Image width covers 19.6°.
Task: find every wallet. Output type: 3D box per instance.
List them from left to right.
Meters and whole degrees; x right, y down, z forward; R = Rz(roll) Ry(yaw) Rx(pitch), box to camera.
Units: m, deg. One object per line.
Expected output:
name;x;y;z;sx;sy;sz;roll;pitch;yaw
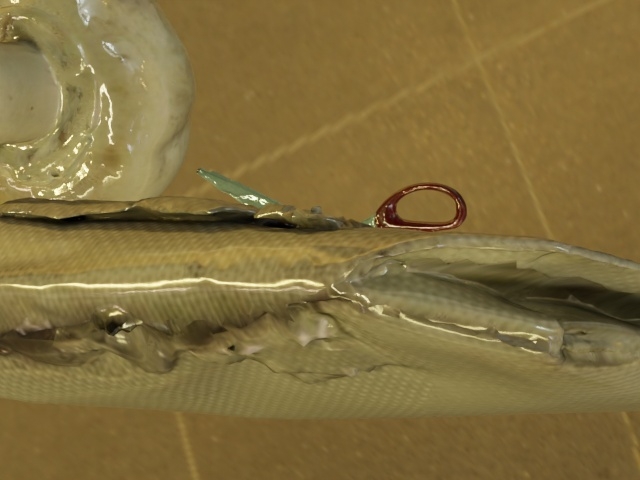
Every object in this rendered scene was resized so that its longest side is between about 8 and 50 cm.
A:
wallet;0.008;0.026;0.629;0.335;0.275;0.068;-1;86;34

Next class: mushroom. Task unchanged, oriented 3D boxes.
mushroom;-0.304;-0.151;1.900;0.314;0.336;0.314;4;98;33

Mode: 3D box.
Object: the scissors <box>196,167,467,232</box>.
scissors;0.000;0.000;1.655;0.248;0.017;0.144;12;98;9
